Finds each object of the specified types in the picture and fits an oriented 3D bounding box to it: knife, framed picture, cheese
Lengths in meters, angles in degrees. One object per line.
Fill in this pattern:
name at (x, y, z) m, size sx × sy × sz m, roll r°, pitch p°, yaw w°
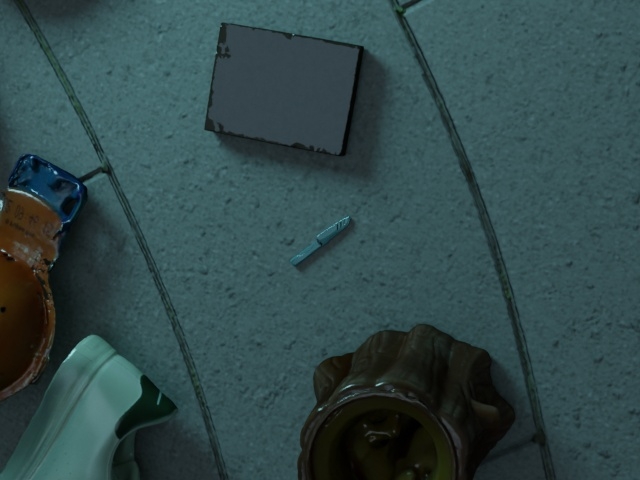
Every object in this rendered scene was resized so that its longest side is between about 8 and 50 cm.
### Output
knife at (0.000, 0.000, 1.358) m, size 0.091 × 0.005 × 0.014 m, roll -37°, pitch 88°, yaw 15°
framed picture at (-0.043, -0.174, 1.340) m, size 0.168 × 0.023 × 0.128 m, roll 12°, pitch 99°, yaw 13°
cheese at (-0.394, 0.056, 1.407) m, size 0.217 × 0.129 × 0.329 m, roll 28°, pitch 91°, yaw 13°

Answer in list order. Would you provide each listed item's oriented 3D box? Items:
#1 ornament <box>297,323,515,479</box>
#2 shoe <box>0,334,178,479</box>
ornament at (0.079, 0.215, 1.251) m, size 0.235 × 0.217 × 0.221 m, roll 16°, pitch 101°, yaw 11°
shoe at (-0.304, 0.302, 1.414) m, size 0.160 × 0.132 × 0.363 m, roll 32°, pitch 99°, yaw 4°
